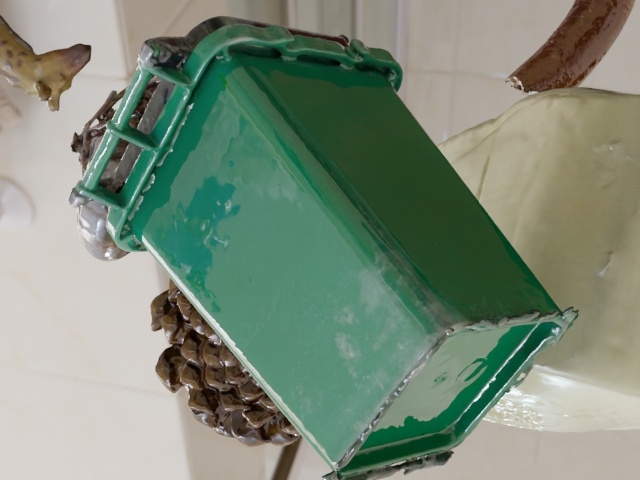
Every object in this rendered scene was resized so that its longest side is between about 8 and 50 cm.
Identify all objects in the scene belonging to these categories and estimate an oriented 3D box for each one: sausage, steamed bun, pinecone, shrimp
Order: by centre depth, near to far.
[{"bbox_3d":[-0.207,-0.115,1.183,0.116,0.145,0.343,-1,-138,7],"label":"shrimp"},{"bbox_3d":[0.270,0.036,1.218,0.289,0.456,0.371,26,-105,-25],"label":"steamed bun"},{"bbox_3d":[0.353,-0.298,1.397,0.102,0.076,0.302,26,-105,22],"label":"sausage"},{"bbox_3d":[-0.074,0.153,1.700,0.384,0.385,0.384,-1,-141,1],"label":"pinecone"}]

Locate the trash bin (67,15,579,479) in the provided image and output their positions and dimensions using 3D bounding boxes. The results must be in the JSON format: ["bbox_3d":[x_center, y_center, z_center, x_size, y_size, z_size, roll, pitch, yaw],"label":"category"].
[{"bbox_3d":[0.000,0.000,0.923,0.295,0.259,0.381,-1,-138,-46],"label":"trash bin"}]

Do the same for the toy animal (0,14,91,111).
[{"bbox_3d":[-0.252,-0.195,0.648,0.149,0.276,0.054,-23,-161,-10],"label":"toy animal"}]
